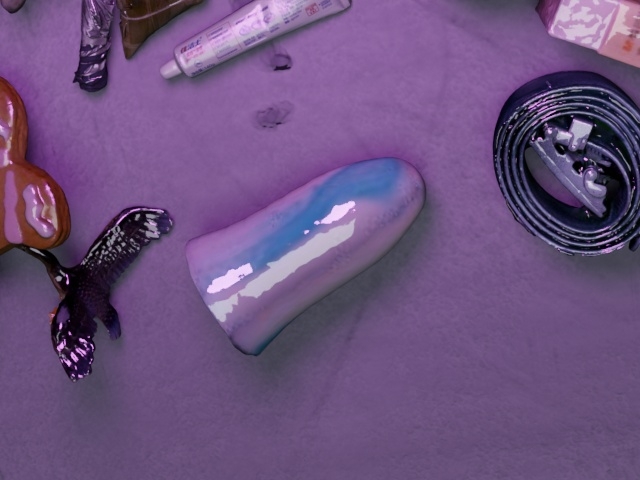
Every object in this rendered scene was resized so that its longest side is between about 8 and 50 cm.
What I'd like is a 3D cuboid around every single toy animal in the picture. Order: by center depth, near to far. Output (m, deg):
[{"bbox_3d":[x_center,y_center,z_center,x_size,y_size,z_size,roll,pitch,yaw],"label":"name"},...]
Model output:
[{"bbox_3d":[-0.351,0.073,1.554,0.197,0.272,0.160,21,145,-3],"label":"toy animal"}]

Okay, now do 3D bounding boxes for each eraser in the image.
[{"bbox_3d":[0.444,-0.248,1.373,0.343,0.144,0.078,17,115,-3],"label":"eraser"}]

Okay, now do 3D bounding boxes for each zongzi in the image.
[{"bbox_3d":[-0.188,-0.297,1.448,0.154,0.062,0.130,-8,135,-10],"label":"zongzi"}]

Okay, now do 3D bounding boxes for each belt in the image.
[{"bbox_3d":[0.344,-0.095,1.459,0.206,0.116,0.267,-30,106,18],"label":"belt"}]

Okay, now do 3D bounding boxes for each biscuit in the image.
[{"bbox_3d":[-0.534,-0.018,1.512,0.432,0.064,0.283,-27,88,25],"label":"biscuit"}]

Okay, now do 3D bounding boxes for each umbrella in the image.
[{"bbox_3d":[-0.288,-0.274,1.428,0.046,0.050,0.188,-14,139,-31],"label":"umbrella"}]

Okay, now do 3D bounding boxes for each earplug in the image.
[{"bbox_3d":[0.000,0.000,1.499,0.324,0.185,0.185,-31,108,8],"label":"earplug"}]

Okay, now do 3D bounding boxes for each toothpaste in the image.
[{"bbox_3d":[-0.092,-0.278,1.442,0.268,0.047,0.069,-26,91,11],"label":"toothpaste"}]

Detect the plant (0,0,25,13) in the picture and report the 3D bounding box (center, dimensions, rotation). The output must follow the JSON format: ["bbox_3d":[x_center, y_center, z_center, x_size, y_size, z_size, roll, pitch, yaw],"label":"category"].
[{"bbox_3d":[-0.377,-0.371,1.370,0.274,0.146,0.149,-30,90,16],"label":"plant"}]
